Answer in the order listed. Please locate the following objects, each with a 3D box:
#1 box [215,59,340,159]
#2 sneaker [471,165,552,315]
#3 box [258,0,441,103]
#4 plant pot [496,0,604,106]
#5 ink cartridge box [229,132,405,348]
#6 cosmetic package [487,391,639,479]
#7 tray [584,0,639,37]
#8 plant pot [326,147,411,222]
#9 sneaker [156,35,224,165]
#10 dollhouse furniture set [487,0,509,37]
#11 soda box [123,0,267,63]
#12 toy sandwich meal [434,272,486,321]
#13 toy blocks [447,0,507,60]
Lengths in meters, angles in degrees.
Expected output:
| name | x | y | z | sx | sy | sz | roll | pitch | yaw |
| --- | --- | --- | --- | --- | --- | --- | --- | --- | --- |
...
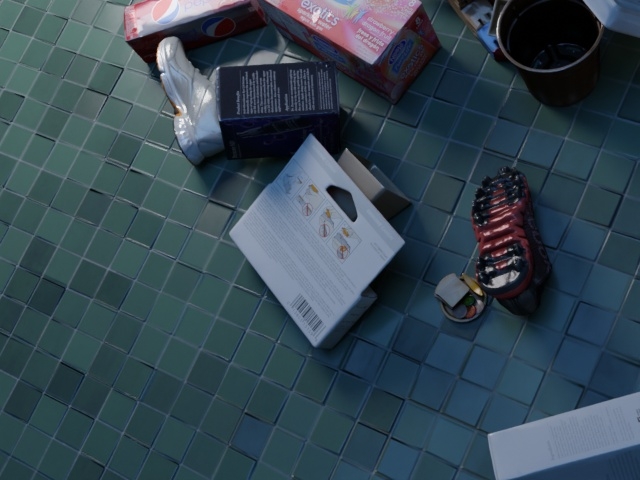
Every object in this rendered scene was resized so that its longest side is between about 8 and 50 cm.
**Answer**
| name | x | y | z | sx | sy | sz | roll | pitch | yaw |
| --- | --- | --- | --- | --- | --- | --- | --- | --- | --- |
| box | -0.071 | -0.223 | 1.855 | 0.207 | 0.153 | 0.108 | -5 | 68 | 1 |
| sneaker | 0.303 | 0.006 | 1.696 | 0.097 | 0.135 | 0.276 | -20 | 41 | 25 |
| box | 0.045 | -0.394 | 1.907 | 0.300 | 0.154 | 0.142 | 36 | 85 | 28 |
| plant pot | 0.381 | -0.308 | 1.746 | 0.167 | 0.165 | 0.167 | -6 | 68 | 17 |
| ink cartridge box | 0.000 | 0.000 | 1.782 | 0.239 | 0.060 | 0.275 | -49 | 61 | 19 |
| cosmetic package | 0.364 | 0.302 | 1.526 | 0.231 | 0.117 | 0.085 | -16 | 49 | 11 |
| tray | 0.487 | -0.371 | 1.687 | 0.030 | 0.270 | 0.145 | -48 | 58 | 34 |
| plant pot | 0.068 | -0.075 | 1.810 | 0.096 | 0.109 | 0.109 | -48 | 62 | 13 |
| sneaker | -0.222 | -0.270 | 1.999 | 0.121 | 0.099 | 0.262 | -19 | 72 | 4 |
| dollhouse furniture set | 0.318 | -0.379 | 1.744 | 0.091 | 0.081 | 0.114 | 14 | 108 | 8 |
| soda box | -0.240 | -0.428 | 2.056 | 0.263 | 0.092 | 0.083 | -14 | 67 | 14 |
| toy sandwich meal | 0.225 | 0.090 | 1.727 | 0.085 | 0.029 | 0.086 | -7 | 68 | 17 |
| toy blocks | 0.348 | -0.489 | 1.841 | 0.381 | 0.191 | 0.261 | -36 | 74 | 5 |
